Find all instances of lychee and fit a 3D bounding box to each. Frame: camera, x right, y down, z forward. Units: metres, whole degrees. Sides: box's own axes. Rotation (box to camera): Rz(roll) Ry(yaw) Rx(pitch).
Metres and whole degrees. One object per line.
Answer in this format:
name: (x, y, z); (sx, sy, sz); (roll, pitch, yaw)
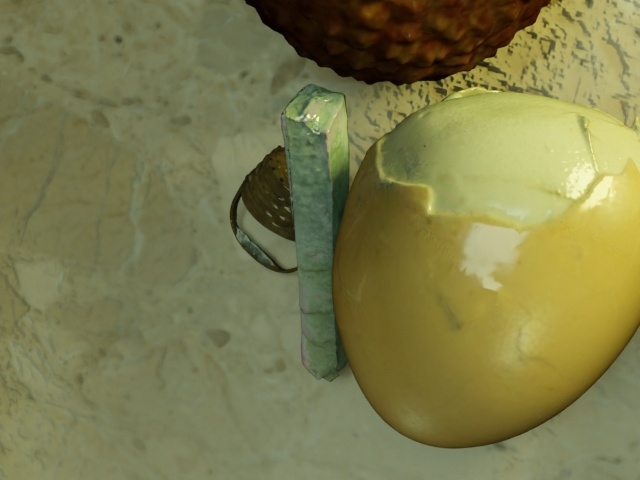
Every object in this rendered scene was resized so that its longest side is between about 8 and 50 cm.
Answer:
lychee: (0.046, -0.232, 1.037); (0.260, 0.260, 0.260); (-1, 87, 12)

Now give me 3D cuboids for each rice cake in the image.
rice cake: (0.000, 0.000, 1.075); (0.034, 0.043, 0.211); (10, 123, 20)

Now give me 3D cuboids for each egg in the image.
egg: (0.107, 0.017, 1.028); (0.201, 0.201, 0.244); (25, 102, 13)

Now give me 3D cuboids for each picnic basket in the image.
picnic basket: (-0.027, -0.019, 1.133); (0.072, 0.072, 0.083); (41, 123, 12)
